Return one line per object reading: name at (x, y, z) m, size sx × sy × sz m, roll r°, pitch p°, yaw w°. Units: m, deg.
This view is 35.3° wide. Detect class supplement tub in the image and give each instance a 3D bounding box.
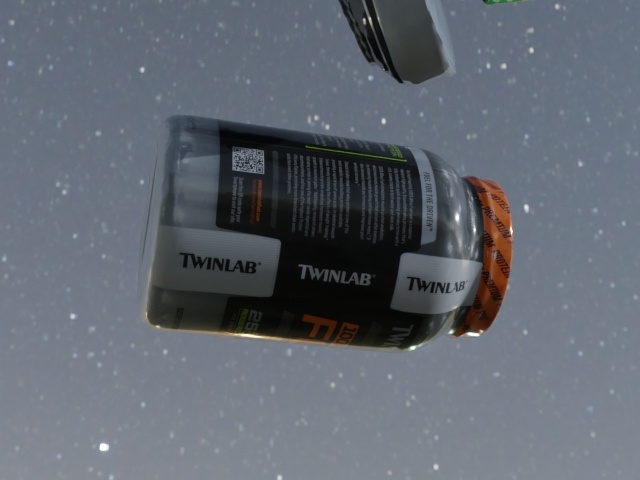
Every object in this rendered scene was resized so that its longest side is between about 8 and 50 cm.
supplement tub at (0.000, 0.000, 0.551) m, size 0.190 × 0.117 × 0.117 m, roll 7°, pitch -38°, yaw -12°

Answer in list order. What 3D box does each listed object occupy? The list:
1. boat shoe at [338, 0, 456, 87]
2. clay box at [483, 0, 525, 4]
boat shoe at (-0.019, -0.203, 0.562) m, size 0.104 × 0.306 × 0.113 m, roll -25°, pitch -18°, yaw 10°
clay box at (0.147, -0.245, 0.556) m, size 0.127 × 0.053 × 0.222 m, roll -17°, pitch -66°, yaw -40°
